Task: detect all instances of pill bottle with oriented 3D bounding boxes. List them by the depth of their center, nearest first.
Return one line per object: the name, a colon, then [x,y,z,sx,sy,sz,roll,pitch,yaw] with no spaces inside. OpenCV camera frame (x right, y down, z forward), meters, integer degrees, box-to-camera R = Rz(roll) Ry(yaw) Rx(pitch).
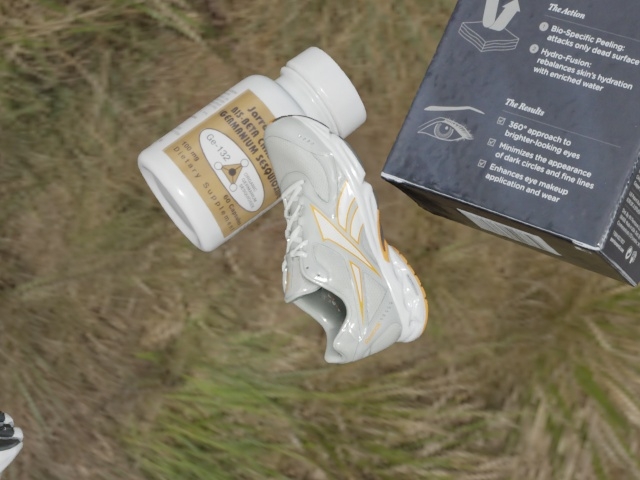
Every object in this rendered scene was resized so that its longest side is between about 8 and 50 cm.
pill bottle: [-0.070,-0.103,1.672,0.229,0.131,0.131,-37,109,-11]

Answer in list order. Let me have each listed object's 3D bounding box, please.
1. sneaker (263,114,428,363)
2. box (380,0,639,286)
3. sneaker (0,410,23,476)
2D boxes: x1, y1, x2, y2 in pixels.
sneaker: [0.000,0.000,1.542,0.121,0.099,0.262,-27,84,-28]
box: [0.148,-0.075,0.967,0.093,0.156,0.158,31,82,-59]
sneaker: [-0.402,0.193,1.665,0.110,0.292,0.118,8,111,-25]
